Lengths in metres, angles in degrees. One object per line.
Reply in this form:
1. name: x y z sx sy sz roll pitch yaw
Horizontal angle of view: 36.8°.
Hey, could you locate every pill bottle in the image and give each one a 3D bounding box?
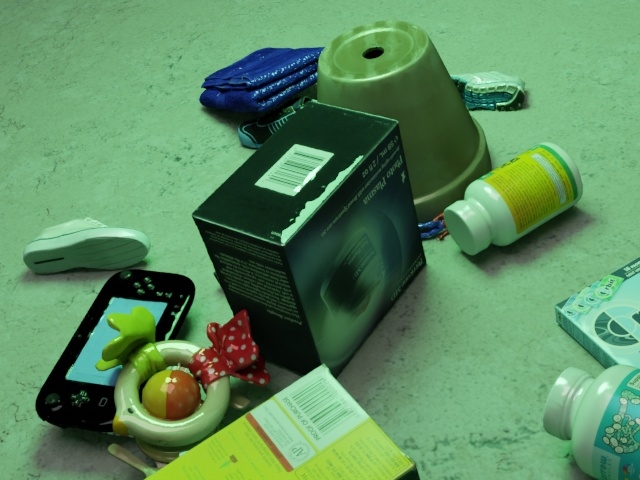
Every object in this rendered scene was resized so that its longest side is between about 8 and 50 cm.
1. pill bottle: 0.404 0.239 1.146 0.264 0.146 0.146 19 52 37
2. pill bottle: 0.308 -0.063 1.555 0.208 0.117 0.117 -30 41 -14

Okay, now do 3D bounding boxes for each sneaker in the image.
1. sneaker: -0.064 -0.243 1.924 0.232 0.090 0.081 -2 42 18
2. sneaker: 0.307 -0.298 1.877 0.191 0.071 0.083 9 39 17
3. sneaker: -0.429 -0.003 1.781 0.258 0.094 0.091 -4 46 17

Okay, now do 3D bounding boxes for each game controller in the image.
1. game controller: -0.316 0.167 1.524 0.166 0.067 0.319 -1 43 23

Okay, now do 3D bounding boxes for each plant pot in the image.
1. plant pot: 0.118 -0.212 1.675 0.323 0.280 0.323 -11 41 10

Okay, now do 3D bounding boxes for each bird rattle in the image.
1. bird rattle: -0.202 0.204 1.396 0.254 0.143 0.207 12 53 -8

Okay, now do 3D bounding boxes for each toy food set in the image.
1. toy food set: -0.204 0.279 1.396 0.132 0.038 0.192 25 46 28

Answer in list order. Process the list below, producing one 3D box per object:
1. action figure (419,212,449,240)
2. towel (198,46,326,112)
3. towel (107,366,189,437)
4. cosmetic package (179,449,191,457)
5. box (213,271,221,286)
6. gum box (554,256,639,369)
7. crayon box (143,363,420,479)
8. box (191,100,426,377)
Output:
1. action figure: 0.196 -0.023 1.615 0.115 0.038 0.030 -22 17 -3
2. towel: -0.116 -0.349 2.010 0.228 0.076 0.308 -34 23 -18
3. towel: -0.301 0.244 1.502 0.197 0.029 0.144 2 43 27
4. cosmetic package: -0.048 0.358 1.186 0.225 0.138 0.224 -15 40 2
5. box: -0.079 0.009 1.665 0.114 0.036 0.207 7 44 42
6. gum box: 0.449 0.118 1.351 0.157 0.041 0.184 -28 41 -12
7. crayon box: -0.069 0.300 1.088 0.318 0.081 0.202 -30 42 -16
8. box: 0.000 0.000 1.458 0.183 0.294 0.296 18 52 33
